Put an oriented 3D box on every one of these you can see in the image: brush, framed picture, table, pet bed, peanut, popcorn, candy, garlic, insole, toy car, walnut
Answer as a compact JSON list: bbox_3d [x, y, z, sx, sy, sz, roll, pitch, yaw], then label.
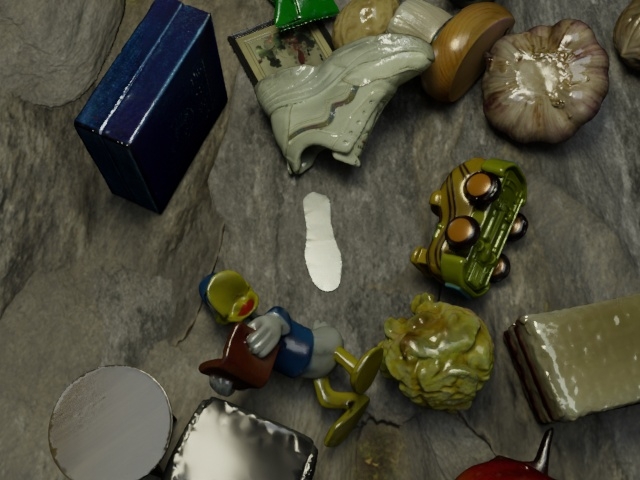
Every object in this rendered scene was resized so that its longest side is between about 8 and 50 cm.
[{"bbox_3d":[0.253,-0.399,1.392,0.166,0.174,0.267,36,59,20],"label":"brush"},{"bbox_3d":[-0.063,-0.372,1.442,0.200,0.010,0.195,-24,72,-11],"label":"framed picture"},{"bbox_3d":[-0.288,0.292,1.064,0.167,0.226,0.167,1,68,-2],"label":"table"},{"bbox_3d":[-0.127,0.368,1.089,0.211,0.159,0.183,21,55,2],"label":"pet bed"},{"bbox_3d":[0.091,-0.430,1.404,0.109,0.141,0.159,40,68,-33],"label":"peanut"},{"bbox_3d":[0.187,0.181,1.160,0.188,0.167,0.185,29,70,12],"label":"popcorn"},{"bbox_3d":[-0.058,-0.520,1.459,0.141,0.078,0.203,-24,68,-6],"label":"candy"},{"bbox_3d":[0.429,-0.300,1.359,0.245,0.160,0.244,1,92,26],"label":"garlic"},{"bbox_3d":[0.490,0.190,1.186,0.321,0.135,0.179,-11,71,-6],"label":"candy"},{"bbox_3d":[0.000,0.000,1.306,0.065,0.004,0.197,-7,70,-5],"label":"insole"},{"bbox_3d":[0.256,-0.029,1.243,0.142,0.200,0.247,18,76,35],"label":"toy car"},{"bbox_3d":[0.686,-0.424,1.415,0.230,0.178,0.178,-32,74,-9],"label":"walnut"}]

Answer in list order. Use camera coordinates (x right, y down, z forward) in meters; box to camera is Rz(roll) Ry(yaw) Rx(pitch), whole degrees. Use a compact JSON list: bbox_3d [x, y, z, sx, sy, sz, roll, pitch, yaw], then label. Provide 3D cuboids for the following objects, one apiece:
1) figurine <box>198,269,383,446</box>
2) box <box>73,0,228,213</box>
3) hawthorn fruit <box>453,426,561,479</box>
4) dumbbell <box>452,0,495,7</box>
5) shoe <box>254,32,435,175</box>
[{"bbox_3d":[-0.100,0.169,1.144,0.338,0.284,0.204,37,113,30],"label":"figurine"},{"bbox_3d":[-0.278,-0.228,1.244,0.116,0.261,0.278,22,70,9],"label":"box"},{"bbox_3d":[0.279,0.434,1.007,0.285,0.284,0.368,27,66,8],"label":"hawthorn fruit"},{"bbox_3d":[0.388,-0.635,1.471,0.179,0.179,0.406,42,73,13],"label":"dumbbell"},{"bbox_3d":[0.058,-0.237,1.300,0.342,0.132,0.210,-16,87,21],"label":"shoe"}]
